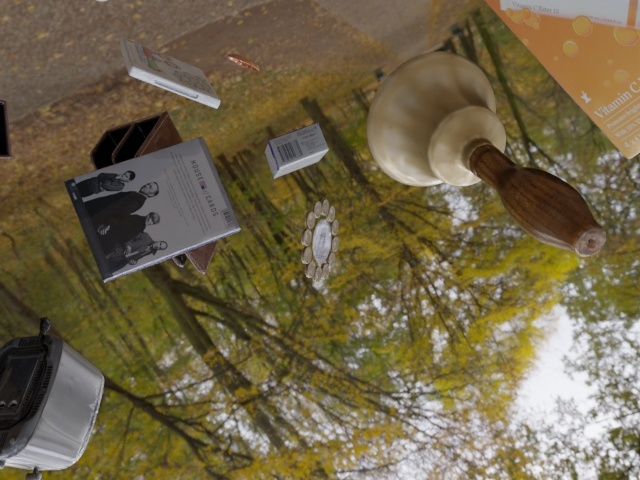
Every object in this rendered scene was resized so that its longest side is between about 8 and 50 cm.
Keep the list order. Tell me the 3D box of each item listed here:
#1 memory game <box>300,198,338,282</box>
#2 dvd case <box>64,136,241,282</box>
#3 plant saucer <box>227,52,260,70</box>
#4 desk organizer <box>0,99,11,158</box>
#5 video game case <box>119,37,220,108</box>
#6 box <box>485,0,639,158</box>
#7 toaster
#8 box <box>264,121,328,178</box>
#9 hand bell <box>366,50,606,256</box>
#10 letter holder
[{"bbox_3d":[0.000,0.000,1.231,0.012,0.186,0.186,4,-156,24],"label":"memory game"},{"bbox_3d":[-0.277,-0.056,0.948,0.238,0.180,0.029,-22,176,-17],"label":"dvd case"},{"bbox_3d":[-0.187,-0.437,1.379,0.083,0.083,0.013,-111,-137,-80],"label":"plant saucer"},{"bbox_3d":[-0.275,-0.075,0.369,0.050,0.047,0.130,1,-173,20],"label":"desk organizer"},{"bbox_3d":[-0.244,-0.272,0.911,0.019,0.143,0.157,-61,-145,21],"label":"video game case"},{"bbox_3d":[0.377,-0.310,0.685,0.168,0.345,0.215,-37,174,-17],"label":"box"},{"bbox_3d":[-0.438,0.252,0.891,0.129,0.146,0.227,-8,-127,15],"label":"toaster"},{"bbox_3d":[-0.060,-0.211,1.335,0.126,0.072,0.137,-22,180,-12],"label":"box"},{"bbox_3d":[0.127,-0.056,0.418,0.126,0.126,0.242,-29,-151,2],"label":"hand bell"},{"bbox_3d":[-0.349,-0.078,1.203,0.151,0.302,0.215,-13,-143,14],"label":"letter holder"}]
